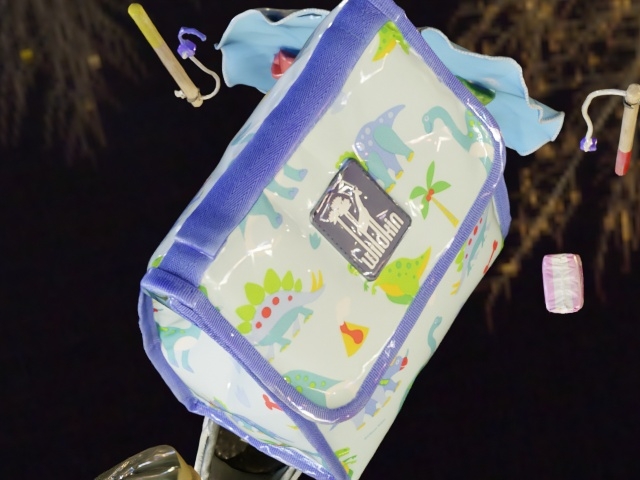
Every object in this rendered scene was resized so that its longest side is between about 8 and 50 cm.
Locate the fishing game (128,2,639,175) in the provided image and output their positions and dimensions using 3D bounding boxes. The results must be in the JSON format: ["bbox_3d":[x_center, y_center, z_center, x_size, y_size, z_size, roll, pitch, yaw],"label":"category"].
[{"bbox_3d":[0.034,-0.071,0.915,0.264,0.189,0.041,11,-103,8],"label":"fishing game"}]

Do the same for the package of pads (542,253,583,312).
[{"bbox_3d":[0.208,0.037,1.517,0.032,0.050,0.083,-3,178,10],"label":"package of pads"}]

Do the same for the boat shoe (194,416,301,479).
[{"bbox_3d":[-0.023,0.090,1.232,0.113,0.306,0.105,25,-137,-8],"label":"boat shoe"}]

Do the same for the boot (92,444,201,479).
[{"bbox_3d":[-0.026,0.246,0.685,0.089,0.269,0.236,-23,-148,31],"label":"boot"}]

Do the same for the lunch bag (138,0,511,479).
[{"bbox_3d":[0.000,0.000,0.621,0.096,0.151,0.129,25,-110,24],"label":"lunch bag"}]
